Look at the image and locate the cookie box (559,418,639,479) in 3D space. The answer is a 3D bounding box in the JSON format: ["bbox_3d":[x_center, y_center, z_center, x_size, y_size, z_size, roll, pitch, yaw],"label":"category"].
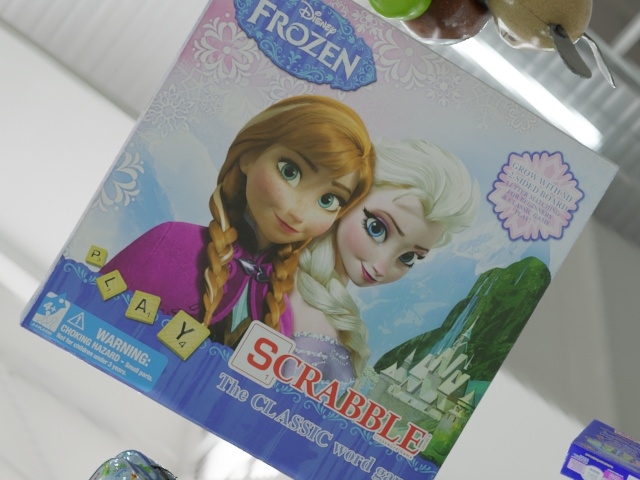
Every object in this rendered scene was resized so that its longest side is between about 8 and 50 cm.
[{"bbox_3d":[0.305,0.231,1.763,0.091,0.040,0.107,25,-164,17],"label":"cookie box"}]

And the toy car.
[{"bbox_3d":[0.160,-0.185,1.385,0.188,0.149,0.155,46,-159,17],"label":"toy car"}]

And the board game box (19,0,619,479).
[{"bbox_3d":[0.000,0.000,1.232,0.318,0.318,0.066,30,180,-10],"label":"board game box"}]

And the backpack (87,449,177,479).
[{"bbox_3d":[-0.189,0.261,1.684,0.084,0.105,0.114,40,-179,-33],"label":"backpack"}]
